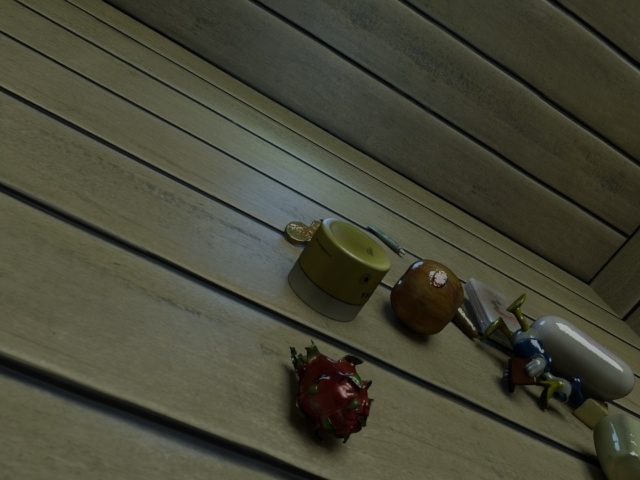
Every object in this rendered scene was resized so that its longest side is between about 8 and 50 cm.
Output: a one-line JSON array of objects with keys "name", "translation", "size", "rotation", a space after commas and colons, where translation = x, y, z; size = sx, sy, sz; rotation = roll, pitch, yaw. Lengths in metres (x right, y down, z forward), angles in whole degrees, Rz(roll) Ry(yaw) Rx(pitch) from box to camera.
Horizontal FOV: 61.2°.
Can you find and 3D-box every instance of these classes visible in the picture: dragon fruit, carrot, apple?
[{"name": "dragon fruit", "translation": [0.006, 0.263, 1.005], "size": [0.135, 0.137, 0.236], "rotation": [3, 34, -33]}, {"name": "carrot", "translation": [0.460, 0.236, 1.845], "size": [0.078, 0.078, 0.298], "rotation": [12, 34, -44]}, {"name": "apple", "translation": [0.309, 0.163, 1.573], "size": [0.187, 0.211, 0.211], "rotation": [36, 20, 6]}]

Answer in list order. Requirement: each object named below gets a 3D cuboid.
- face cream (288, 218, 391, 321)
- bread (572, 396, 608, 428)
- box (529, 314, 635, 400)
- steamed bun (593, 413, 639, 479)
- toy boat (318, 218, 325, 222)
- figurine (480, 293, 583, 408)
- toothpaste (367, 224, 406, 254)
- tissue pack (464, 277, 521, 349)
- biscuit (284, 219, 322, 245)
[{"name": "face cream", "translation": [0.051, 0.074, 1.430], "size": [0.218, 0.179, 0.218], "rotation": [29, 21, -12]}, {"name": "bread", "translation": [0.875, 0.539, 1.742], "size": [0.080, 0.084, 0.109], "rotation": [42, 23, 18]}, {"name": "box", "translation": [0.860, 0.401, 1.831], "size": [0.349, 0.141, 0.289], "rotation": [38, -10, 20]}, {"name": "steamed bun", "translation": [0.852, 0.605, 1.457], "size": [0.250, 0.155, 0.200], "rotation": [32, 33, -6]}, {"name": "toy boat", "translation": [0.094, 0.014, 1.769], "size": [0.260, 0.078, 0.085], "rotation": [38, 47, 12]}, {"name": "figurine", "translation": [0.665, 0.374, 1.640], "size": [0.338, 0.205, 0.283], "rotation": [42, 33, 8]}, {"name": "toothpaste", "translation": [0.262, -0.004, 2.139], "size": [0.197, 0.029, 0.048], "rotation": [41, 21, 29]}, {"name": "tissue pack", "translation": [0.631, 0.261, 1.955], "size": [0.170, 0.071, 0.325], "rotation": [27, 22, -9]}, {"name": "biscuit", "translation": [0.000, 0.000, 1.671], "size": [0.234, 0.030, 0.153], "rotation": [16, 43, -12]}]
